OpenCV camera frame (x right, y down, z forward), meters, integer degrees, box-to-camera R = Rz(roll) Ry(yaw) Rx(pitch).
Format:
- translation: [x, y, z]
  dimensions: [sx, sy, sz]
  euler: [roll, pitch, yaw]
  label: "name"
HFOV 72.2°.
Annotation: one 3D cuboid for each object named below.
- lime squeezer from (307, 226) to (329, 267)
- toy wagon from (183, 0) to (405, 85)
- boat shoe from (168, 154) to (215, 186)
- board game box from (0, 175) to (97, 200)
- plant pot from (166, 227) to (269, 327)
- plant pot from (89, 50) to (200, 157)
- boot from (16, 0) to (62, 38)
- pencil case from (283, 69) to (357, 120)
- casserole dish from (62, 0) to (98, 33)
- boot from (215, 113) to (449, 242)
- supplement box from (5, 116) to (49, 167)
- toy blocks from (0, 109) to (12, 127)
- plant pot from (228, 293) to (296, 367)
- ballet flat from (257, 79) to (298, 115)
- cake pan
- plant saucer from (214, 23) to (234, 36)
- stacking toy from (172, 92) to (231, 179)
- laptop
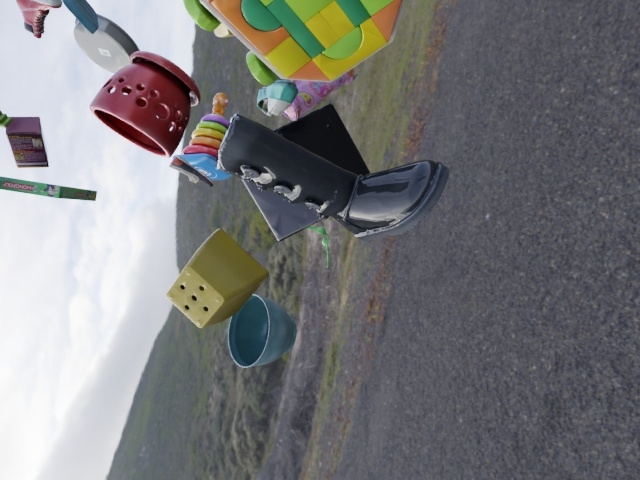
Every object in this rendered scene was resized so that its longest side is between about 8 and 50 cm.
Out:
- translation: [0.000, 0.000, 2.331]
  dimensions: [0.110, 0.310, 0.059]
  euler: [-37, 18, -9]
  label: "lime squeezer"
- translation: [-0.046, -0.340, 0.534]
  dimensions: [0.267, 0.344, 0.068]
  euler: [-26, 55, 27]
  label: "toy wagon"
- translation: [-0.373, -0.194, 1.279]
  dimensions: [0.043, 0.137, 0.049]
  euler: [-55, 25, -2]
  label: "boat shoe"
- translation: [-0.983, -0.184, 1.591]
  dimensions: [0.317, 0.213, 0.046]
  euler: [-155, 74, -83]
  label: "board game box"
- translation: [-0.320, 0.130, 1.295]
  dimensions: [0.212, 0.212, 0.187]
  euler: [-48, 0, 28]
  label: "plant pot"
- translation: [-0.380, -0.306, 0.976]
  dimensions: [0.174, 0.191, 0.191]
  euler: [-65, 7, -11]
  label: "plant pot"
- translation: [-1.152, -0.930, 1.822]
  dimensions: [0.088, 0.244, 0.176]
  euler: [-43, -36, -51]
  label: "boot"
- translation: [-0.016, -0.514, 1.460]
  dimensions: [0.284, 0.124, 0.124]
  euler: [-40, -4, -20]
  label: "pencil case"
- translation: [-0.854, -0.830, 1.563]
  dimensions: [0.188, 0.037, 0.114]
  euler: [55, -165, -69]
  label: "casserole dish"
- translation: [0.002, -0.163, 0.983]
  dimensions: [0.367, 0.445, 0.146]
  euler: [-36, 28, 60]
  label: "boot"
- translation: [-1.041, -0.347, 1.563]
  dimensions: [0.188, 0.104, 0.081]
  euler: [-55, 49, 53]
  label: "supplement box"
- translation: [-1.170, -0.460, 1.282]
  dimensions: [0.191, 0.381, 0.261]
  euler: [-89, 5, -45]
  label: "toy blocks"
- translation: [-0.225, 0.382, 1.836]
  dimensions: [0.293, 0.196, 0.293]
  euler: [-18, 65, 43]
  label: "plant pot"
- translation: [-0.125, -0.397, 1.249]
  dimensions: [0.247, 0.083, 0.087]
  euler: [-148, 69, -66]
  label: "ballet flat"
- translation: [-0.904, -0.818, 1.857]
  dimensions: [0.293, 0.293, 0.054]
  euler: [123, 168, -66]
  label: "cake pan"
- translation: [-0.221, -0.831, 1.470]
  dimensions: [0.333, 0.333, 0.081]
  euler: [88, 169, -62]
  label: "plant saucer"
- translation: [-0.375, -0.376, 1.528]
  dimensions: [0.166, 0.175, 0.302]
  euler: [31, -114, -59]
  label: "stacking toy"
- translation: [-0.065, -0.269, 1.766]
  dimensions: [0.408, 0.382, 0.236]
  euler: [-26, 7, 32]
  label: "laptop"
